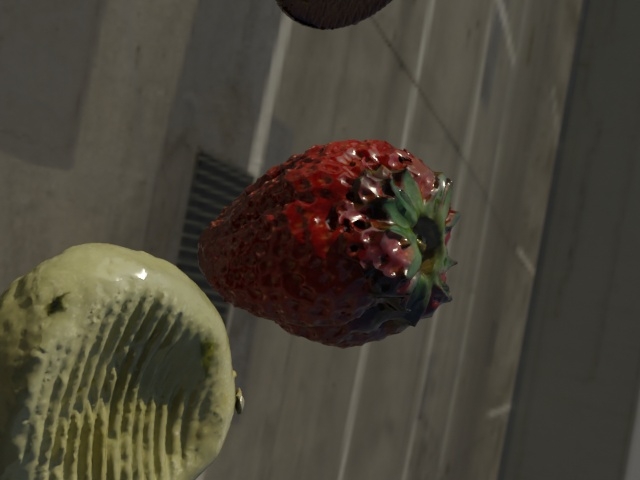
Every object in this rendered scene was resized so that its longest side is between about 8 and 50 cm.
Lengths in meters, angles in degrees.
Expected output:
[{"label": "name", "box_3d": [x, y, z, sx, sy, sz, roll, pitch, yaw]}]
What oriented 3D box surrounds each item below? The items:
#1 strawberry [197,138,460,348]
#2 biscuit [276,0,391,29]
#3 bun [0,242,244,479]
[{"label": "strawberry", "box_3d": [0.000, 0.000, 1.343, 0.250, 0.288, 0.239, 42, 55, -52]}, {"label": "biscuit", "box_3d": [0.010, -0.275, 1.194, 0.126, 0.025, 0.206, -50, 146, 15]}, {"label": "bun", "box_3d": [-0.193, 0.123, 0.966, 0.259, 0.160, 0.259, -18, 118, -38]}]
